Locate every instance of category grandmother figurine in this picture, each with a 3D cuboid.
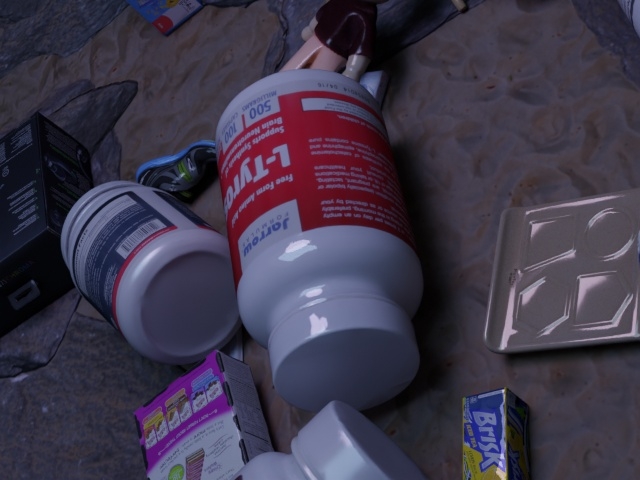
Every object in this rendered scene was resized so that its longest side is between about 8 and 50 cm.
[{"bbox_3d":[0.017,-0.274,1.993,0.342,0.104,0.208,-54,42,15],"label":"grandmother figurine"}]

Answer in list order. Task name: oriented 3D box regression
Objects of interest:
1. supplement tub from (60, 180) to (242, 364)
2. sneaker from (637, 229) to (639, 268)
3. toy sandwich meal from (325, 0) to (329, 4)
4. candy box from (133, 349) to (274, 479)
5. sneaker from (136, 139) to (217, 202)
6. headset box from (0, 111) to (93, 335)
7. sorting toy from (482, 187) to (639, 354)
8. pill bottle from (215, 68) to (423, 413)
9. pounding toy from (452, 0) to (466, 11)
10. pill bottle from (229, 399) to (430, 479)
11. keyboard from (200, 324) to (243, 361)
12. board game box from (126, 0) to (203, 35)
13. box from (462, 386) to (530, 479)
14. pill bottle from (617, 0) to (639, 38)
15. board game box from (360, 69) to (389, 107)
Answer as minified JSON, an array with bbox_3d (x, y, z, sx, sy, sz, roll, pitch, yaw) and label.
[{"bbox_3d":[-0.231,0.037,1.958,0.191,0.191,0.272,-53,36,-2],"label":"supplement tub"},{"bbox_3d":[0.478,0.039,1.427,0.330,0.130,0.147,-12,70,39],"label":"sneaker"},{"bbox_3d":[0.044,-0.362,2.126,0.085,0.029,0.086,-18,56,29],"label":"toy sandwich meal"},{"bbox_3d":[-0.139,0.278,1.795,0.159,0.071,0.233,-38,47,22],"label":"candy box"},{"bbox_3d":[-0.192,-0.098,2.133,0.188,0.067,0.078,-20,72,28],"label":"sneaker"},{"bbox_3d":[-0.485,-0.016,2.267,0.246,0.131,0.283,-34,45,18],"label":"headset box"},{"bbox_3d":[0.296,0.038,1.632,0.208,0.038,0.193,-7,58,33],"label":"sorting toy"},{"bbox_3d":[0.000,0.000,1.765,0.229,0.229,0.408,-31,46,21],"label":"pill bottle"},{"bbox_3d":[0.243,-0.408,1.954,0.269,0.155,0.154,27,53,38],"label":"pounding toy"},{"bbox_3d":[-0.055,0.377,1.560,0.392,0.224,0.224,-46,43,7],"label":"pill bottle"},{"bbox_3d":[-0.133,0.193,1.912,0.072,0.014,0.256,-29,46,30],"label":"keyboard"},{"bbox_3d":[-0.347,-0.537,2.374,0.086,0.308,0.302,-35,45,15],"label":"board game box"},{"bbox_3d":[0.192,0.250,1.559,0.059,0.054,0.169,-19,51,31],"label":"box"},{"bbox_3d":[0.425,-0.316,1.654,0.176,0.176,0.318,-35,45,18],"label":"pill bottle"},{"bbox_3d":[0.047,-0.193,2.011,0.090,0.020,0.090,-2,62,40],"label":"board game box"}]
